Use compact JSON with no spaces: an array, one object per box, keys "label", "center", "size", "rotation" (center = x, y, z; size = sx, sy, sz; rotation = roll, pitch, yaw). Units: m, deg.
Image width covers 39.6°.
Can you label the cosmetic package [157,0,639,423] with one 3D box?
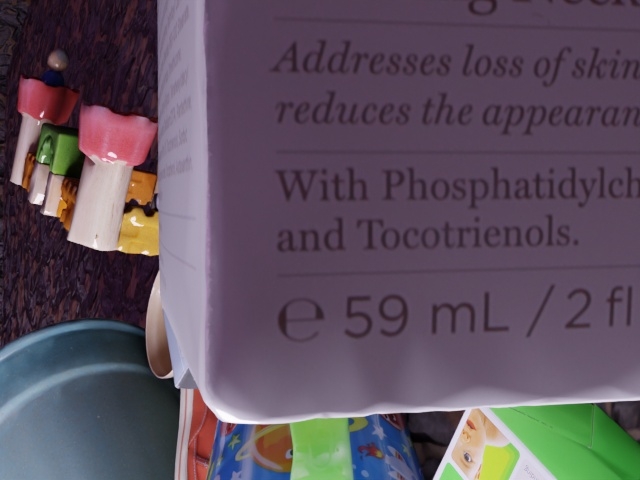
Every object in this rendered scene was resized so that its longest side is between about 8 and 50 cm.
[{"label":"cosmetic package","center":[0.077,-0.133,0.506],"size":[0.327,0.329,0.394],"rotation":[-167,76,-77]}]

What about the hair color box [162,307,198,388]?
[{"label":"hair color box","center":[0.000,0.000,0.869],"size":[0.374,0.185,0.113],"rotation":[-58,36,35]}]

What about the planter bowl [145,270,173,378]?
[{"label":"planter bowl","center":[-0.157,0.107,1.196],"size":[0.162,0.109,0.162],"rotation":[-24,62,56]}]

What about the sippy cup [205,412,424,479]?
[{"label":"sippy cup","center":[-0.006,0.221,0.800],"size":[0.305,0.240,0.224],"rotation":[-44,33,34]}]

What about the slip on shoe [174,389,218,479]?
[{"label":"slip on shoe","center":[-0.087,0.241,0.965],"size":[0.101,0.123,0.331],"rotation":[-21,53,21]}]

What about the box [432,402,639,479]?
[{"label":"box","center":[0.167,0.266,0.563],"size":[0.262,0.127,0.231],"rotation":[48,122,53]}]

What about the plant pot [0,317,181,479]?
[{"label":"plant pot","center":[-0.289,0.335,1.176],"size":[0.334,0.341,0.341],"rotation":[47,123,45]}]

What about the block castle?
[{"label":"block castle","center":[-0.219,-0.122,1.177],"size":[0.453,0.303,0.213],"rotation":[26,104,59]}]
